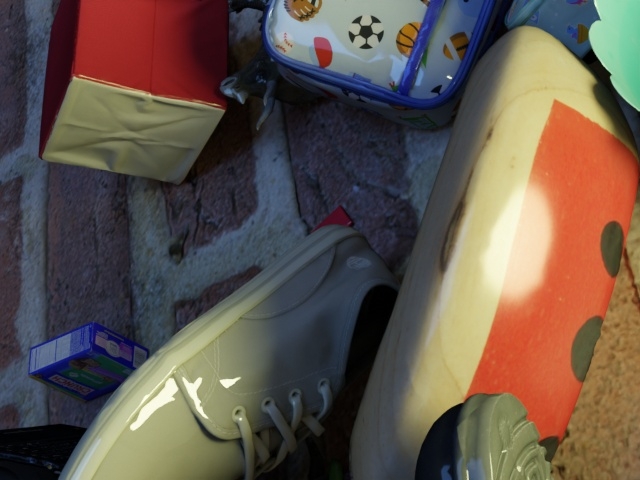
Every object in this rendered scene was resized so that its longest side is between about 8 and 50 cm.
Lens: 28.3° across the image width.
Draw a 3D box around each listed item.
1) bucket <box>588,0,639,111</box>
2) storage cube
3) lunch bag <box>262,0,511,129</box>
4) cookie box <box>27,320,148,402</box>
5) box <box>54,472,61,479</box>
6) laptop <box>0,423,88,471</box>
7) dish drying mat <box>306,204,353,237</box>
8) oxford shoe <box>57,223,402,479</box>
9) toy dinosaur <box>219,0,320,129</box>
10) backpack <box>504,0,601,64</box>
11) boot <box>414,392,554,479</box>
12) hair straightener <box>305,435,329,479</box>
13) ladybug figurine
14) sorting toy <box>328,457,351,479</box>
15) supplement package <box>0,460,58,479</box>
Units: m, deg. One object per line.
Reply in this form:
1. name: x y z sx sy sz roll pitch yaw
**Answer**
1. bucket: 0.377 -0.165 1.012 0.281 0.183 0.281 -19 57 32
2. storage cube: -0.221 -0.202 1.507 0.215 0.183 0.193 130 145 -53
3. lunch bag: 0.091 -0.280 1.325 0.243 0.115 0.303 20 82 14
4. cookie box: -0.269 0.142 1.470 0.107 0.092 0.040 -23 51 31
5. box: -0.253 0.334 1.362 0.180 0.077 0.147 1 68 41
6. laptop: -0.212 0.156 1.287 0.264 0.234 0.137 6 87 23
7. dish drying mat: 0.000 0.000 1.373 0.083 0.008 0.032 -44 47 12
8. oxford shoe: -0.066 0.144 1.128 0.130 0.169 0.449 33 52 22
9. toy dinosaur: 0.001 -0.268 1.463 0.313 0.121 0.160 -45 62 -2
10. backpack: 0.248 -0.254 1.181 0.188 0.144 0.166 -56 4 15
11. boot: -0.036 0.296 0.967 0.445 0.146 0.367 -5 109 25
12. hair straightener: -0.039 0.289 1.195 0.047 0.089 0.230 112 166 -66
13. ladybug figurine: 0.150 0.042 1.061 0.162 0.305 0.449 19 79 4
14. sorting toy: 0.028 0.245 1.186 0.042 0.102 0.061 0 105 3
15. supplement package: -0.371 0.293 1.285 0.149 0.203 0.194 -53 45 7
